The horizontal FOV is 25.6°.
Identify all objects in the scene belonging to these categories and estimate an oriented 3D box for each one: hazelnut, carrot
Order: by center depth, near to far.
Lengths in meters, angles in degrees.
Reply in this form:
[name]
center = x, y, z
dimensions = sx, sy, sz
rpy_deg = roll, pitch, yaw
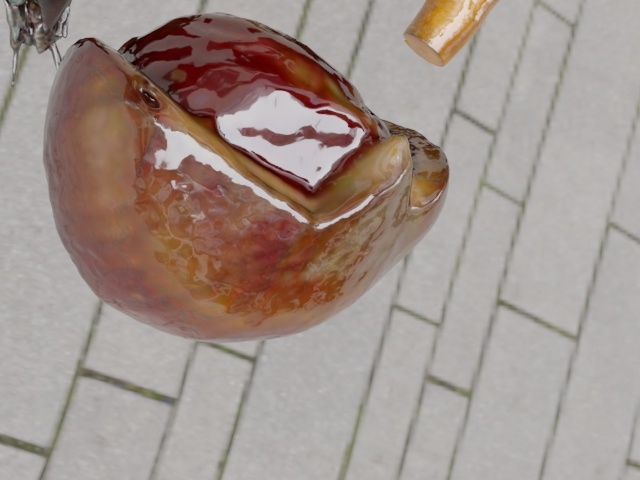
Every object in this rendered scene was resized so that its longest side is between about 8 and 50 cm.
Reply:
[hazelnut]
center = -0.037, -0.036, 0.701
dimensions = 0.202, 0.170, 0.160
rpy_deg = -22, 145, -43
[carrot]
center = 0.172, -0.291, 1.635
dimensions = 0.087, 0.087, 0.193
rpy_deg = 33, 80, -36

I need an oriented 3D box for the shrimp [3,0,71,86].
[shrimp]
center = -0.186, -0.296, 0.838
dimensions = 0.221, 0.166, 0.410
rpy_deg = -13, 131, -30
